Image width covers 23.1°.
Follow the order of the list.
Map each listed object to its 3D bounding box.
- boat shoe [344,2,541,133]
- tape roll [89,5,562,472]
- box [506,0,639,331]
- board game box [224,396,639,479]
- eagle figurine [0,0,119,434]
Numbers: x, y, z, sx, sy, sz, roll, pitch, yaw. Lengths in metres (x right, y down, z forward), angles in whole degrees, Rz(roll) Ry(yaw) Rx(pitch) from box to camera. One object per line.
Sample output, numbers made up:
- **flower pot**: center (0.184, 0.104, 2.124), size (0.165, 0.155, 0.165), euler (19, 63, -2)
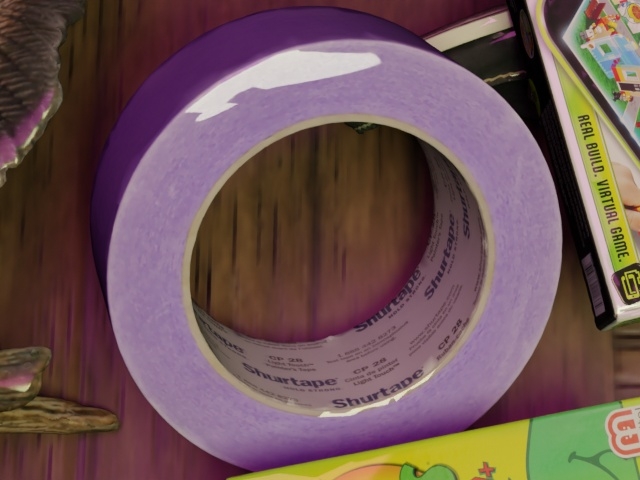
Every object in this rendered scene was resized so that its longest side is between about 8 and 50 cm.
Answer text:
- **boat shoe**: center (0.120, -0.082, 0.723), size (0.233, 0.084, 0.079), euler (-15, 96, 4)
- **tape roll**: center (0.000, 0.000, 0.661), size (0.189, 0.080, 0.189), euler (-4, 109, -13)
- **box**: center (0.145, -0.076, 0.656), size (0.114, 0.036, 0.207), euler (-14, 80, -4)
- **board game box**: center (0.057, 0.124, 0.628), size (0.181, 0.043, 0.092), euler (-10, 79, -10)
- **eagle figurine**: center (-0.213, -0.061, 0.685), size (0.225, 0.226, 0.298), euler (-7, 80, 22)
